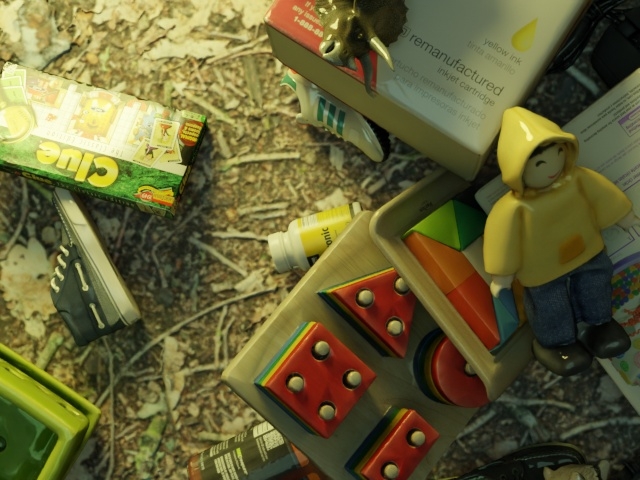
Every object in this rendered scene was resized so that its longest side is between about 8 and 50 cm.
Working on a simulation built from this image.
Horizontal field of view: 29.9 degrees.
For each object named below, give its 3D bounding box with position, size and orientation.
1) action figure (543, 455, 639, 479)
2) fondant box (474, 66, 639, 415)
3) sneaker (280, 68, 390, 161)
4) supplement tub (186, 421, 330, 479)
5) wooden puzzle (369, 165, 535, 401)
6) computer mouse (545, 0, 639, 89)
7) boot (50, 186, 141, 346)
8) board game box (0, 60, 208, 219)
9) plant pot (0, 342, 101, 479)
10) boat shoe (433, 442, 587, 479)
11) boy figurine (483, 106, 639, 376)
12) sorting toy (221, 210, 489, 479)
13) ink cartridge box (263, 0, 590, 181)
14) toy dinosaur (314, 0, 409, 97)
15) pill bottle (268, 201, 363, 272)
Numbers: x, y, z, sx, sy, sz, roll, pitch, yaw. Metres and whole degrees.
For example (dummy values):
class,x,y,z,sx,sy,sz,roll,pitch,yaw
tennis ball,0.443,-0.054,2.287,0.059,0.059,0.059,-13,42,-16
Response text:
class,x,y,z,sx,sy,sz,roll,pitch,yaw
action figure,0.396,0.343,1.338,0.330,0.178,0.341,37,97,-7
fondant box,0.369,0.003,1.338,0.238,0.096,0.330,-38,87,24
sneaker,0.016,-0.149,1.425,0.075,0.057,0.161,-37,89,21
supplement tub,-0.049,0.262,1.405,0.198,0.106,0.106,-25,89,5
wooden puzzle,0.176,0.032,1.335,0.044,0.221,0.238,-34,90,38
computer mouse,0.388,-0.187,1.378,0.188,0.072,0.272,-44,87,3
boot,-0.296,0.030,1.439,0.086,0.069,0.190,-27,89,-1
board game box,-0.279,-0.121,1.432,0.260,0.030,0.136,15,69,4
plant pot,-0.397,0.239,1.384,0.227,0.207,0.228,32,93,3
boat shoe,0.207,0.297,1.399,0.223,0.073,0.080,-17,89,5
boy figurine,0.251,-0.008,1.237,0.177,0.092,0.285,-20,116,-8
sorting toy,0.072,0.141,1.332,0.257,0.089,0.255,44,74,-12
ink cartridge box,0.158,-0.306,1.317,0.279,0.160,0.384,33,85,8
toy dinosaur,0.053,-0.304,1.202,0.160,0.121,0.313,29,79,-3
pill bottle,0.000,0.000,1.417,0.116,0.065,0.065,-17,89,6
